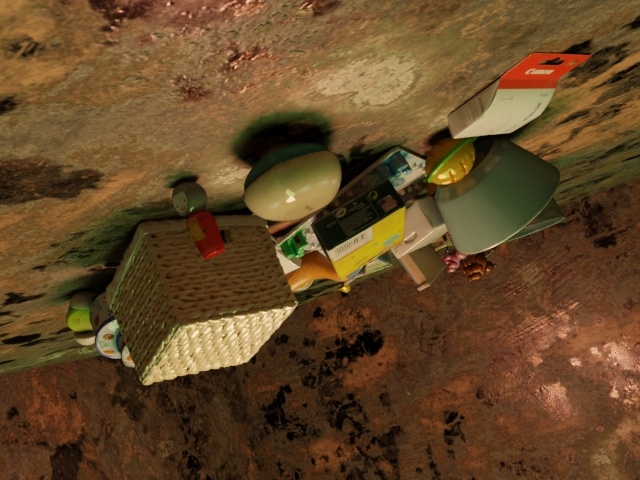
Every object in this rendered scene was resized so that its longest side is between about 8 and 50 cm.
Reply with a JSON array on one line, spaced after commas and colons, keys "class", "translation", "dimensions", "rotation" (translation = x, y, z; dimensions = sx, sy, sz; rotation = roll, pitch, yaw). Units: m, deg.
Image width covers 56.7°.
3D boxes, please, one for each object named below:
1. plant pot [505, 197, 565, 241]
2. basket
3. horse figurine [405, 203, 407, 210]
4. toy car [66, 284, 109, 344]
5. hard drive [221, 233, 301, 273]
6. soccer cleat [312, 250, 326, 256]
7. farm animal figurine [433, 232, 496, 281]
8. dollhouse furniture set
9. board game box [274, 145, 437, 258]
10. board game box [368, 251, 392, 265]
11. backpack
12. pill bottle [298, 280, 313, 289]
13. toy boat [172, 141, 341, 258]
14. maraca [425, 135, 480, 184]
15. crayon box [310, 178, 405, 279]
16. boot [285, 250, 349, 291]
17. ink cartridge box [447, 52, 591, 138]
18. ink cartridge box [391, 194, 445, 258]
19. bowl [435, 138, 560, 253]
[{"class": "plant pot", "translation": [0.673, -0.117, 2.073], "dimensions": [0.292, 0.197, 0.293], "rotation": [-17, 169, -3]}, {"class": "basket", "translation": [-0.286, 0.139, 1.404], "dimensions": [0.328, 0.267, 0.331], "rotation": [-5, 149, -39]}, {"class": "horse figurine", "translation": [0.158, -0.046, 1.857], "dimensions": [0.263, 0.066, 0.174], "rotation": [-35, -174, 6]}, {"class": "toy car", "translation": [-0.660, 0.207, 1.749], "dimensions": [0.181, 0.159, 0.136], "rotation": [-12, -156, -32]}, {"class": "hard drive", "translation": [-0.232, 0.065, 1.646], "dimensions": [0.307, 0.040, 0.203], "rotation": [-25, 131, 35]}, {"class": "soccer cleat", "translation": [0.000, 0.000, 1.850], "dimensions": [0.116, 0.109, 0.318], "rotation": [-6, 167, 0]}, {"class": "farm animal figurine", "translation": [0.480, -0.038, 1.967], "dimensions": [0.172, 0.327, 0.330], "rotation": [-24, -151, -8]}, {"class": "dollhouse furniture set", "translation": [0.227, 0.064, 1.891], "dimensions": [0.303, 0.198, 0.286], "rotation": [-34, -177, 43]}, {"class": "board game box", "translation": [0.125, -0.074, 1.533], "dimensions": [0.390, 0.050, 0.389], "rotation": [-38, 162, 22]}, {"class": "board game box", "translation": [0.152, 0.039, 2.152], "dimensions": [0.141, 0.145, 0.275], "rotation": [-20, 169, 13]}, {"class": "backpack", "translation": [-0.496, 0.227, 1.639], "dimensions": [0.263, 0.213, 0.277], "rotation": [-7, 137, -19]}, {"class": "pill bottle", "translation": [-0.137, 0.116, 2.085], "dimensions": [0.136, 0.137, 0.245], "rotation": [-24, 168, 28]}, {"class": "toy boat", "translation": [-0.116, -0.096, 1.099], "dimensions": [0.318, 0.148, 0.267], "rotation": [-26, 174, 3]}, {"class": "maraca", "translation": [0.310, -0.194, 1.368], "dimensions": [0.185, 0.099, 0.127], "rotation": [-37, 169, -33]}, {"class": "crayon box", "translation": [0.098, -0.015, 1.425], "dimensions": [0.202, 0.081, 0.318], "rotation": [-30, 163, -3]}, {"class": "boot", "translation": [-0.074, 0.119, 1.721], "dimensions": [0.211, 0.295, 0.104], "rotation": [-53, 138, -10]}, {"class": "ink cartridge box", "translation": [0.394, -0.281, 1.173], "dimensions": [0.188, 0.066, 0.232], "rotation": [-11, 171, -33]}, {"class": "ink cartridge box", "translation": [0.294, -0.049, 1.649], "dimensions": [0.219, 0.093, 0.160], "rotation": [-19, 161, -49]}, {"class": "bowl", "translation": [0.405, -0.132, 1.462], "dimensions": [0.311, 0.163, 0.311], "rotation": [-43, -168, 12]}]
